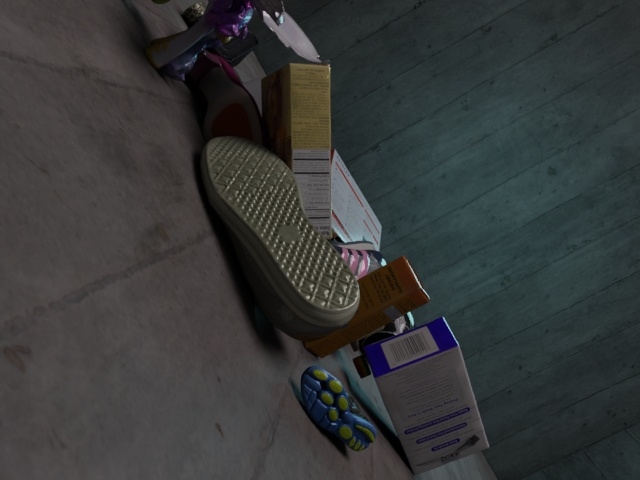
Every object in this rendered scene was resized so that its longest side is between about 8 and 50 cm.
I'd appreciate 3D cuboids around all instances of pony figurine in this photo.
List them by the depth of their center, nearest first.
[{"bbox_3d":[-0.172,-0.459,1.197,0.350,0.364,0.303,63,7,14],"label":"pony figurine"}]

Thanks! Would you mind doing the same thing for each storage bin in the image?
[{"bbox_3d":[-0.244,-0.474,1.527,0.122,0.084,0.180,49,35,-11],"label":"storage bin"}]

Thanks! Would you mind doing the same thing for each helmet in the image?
[{"bbox_3d":[0.174,0.231,1.691,0.169,0.170,0.161,56,25,-30],"label":"helmet"}]

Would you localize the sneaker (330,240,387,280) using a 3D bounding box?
[{"bbox_3d":[0.046,0.080,1.232,0.319,0.112,0.131,-10,61,-52],"label":"sneaker"}]

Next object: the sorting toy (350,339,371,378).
[{"bbox_3d":[0.029,0.158,1.348,0.132,0.046,0.274,80,-14,-66],"label":"sorting toy"}]

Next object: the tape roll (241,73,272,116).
[{"bbox_3d":[-0.117,-0.284,1.660,0.286,0.100,0.286,-14,90,-81],"label":"tape roll"}]

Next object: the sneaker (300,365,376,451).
[{"bbox_3d":[0.019,0.260,0.993,0.188,0.067,0.078,53,-11,-34],"label":"sneaker"}]

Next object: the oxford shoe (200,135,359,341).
[{"bbox_3d":[-0.089,-0.012,1.051,0.449,0.169,0.130,57,-36,33],"label":"oxford shoe"}]

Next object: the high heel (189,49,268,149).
[{"bbox_3d":[-0.176,-0.264,1.343,0.377,0.127,0.181,64,12,25],"label":"high heel"}]

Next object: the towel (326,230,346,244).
[{"bbox_3d":[0.000,0.000,1.508,0.271,0.040,0.370,35,-5,30],"label":"towel"}]

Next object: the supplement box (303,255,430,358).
[{"bbox_3d":[0.073,0.122,1.153,0.080,0.234,0.078,42,20,-57],"label":"supplement box"}]

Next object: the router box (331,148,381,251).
[{"bbox_3d":[0.068,-0.048,1.877,0.335,0.082,0.301,56,29,-33],"label":"router box"}]

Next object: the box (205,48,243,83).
[{"bbox_3d":[-0.248,-0.410,1.679,0.183,0.056,0.231,63,8,7],"label":"box"}]

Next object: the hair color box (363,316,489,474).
[{"bbox_3d":[0.235,0.345,1.387,0.110,0.185,0.338,-109,178,-59],"label":"hair color box"}]

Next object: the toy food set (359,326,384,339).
[{"bbox_3d":[0.095,0.144,1.438,0.111,0.105,0.232,-124,-165,-51],"label":"toy food set"}]

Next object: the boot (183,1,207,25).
[{"bbox_3d":[-0.313,-0.607,1.877,0.178,0.085,0.236,56,9,-14],"label":"boot"}]

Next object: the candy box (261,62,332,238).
[{"bbox_3d":[-0.049,-0.163,1.220,0.183,0.088,0.316,-167,-105,-69],"label":"candy box"}]
